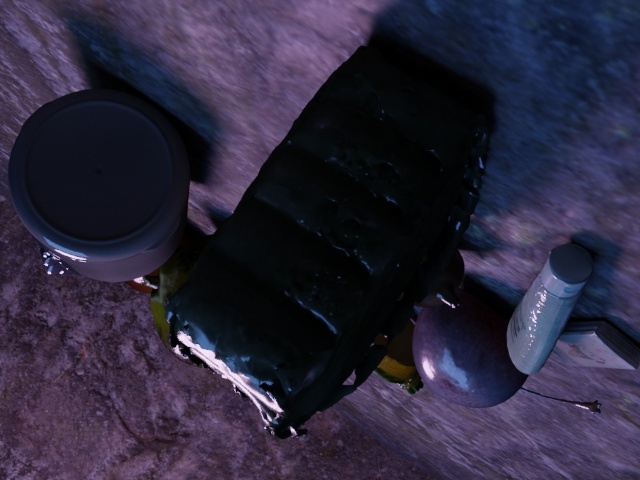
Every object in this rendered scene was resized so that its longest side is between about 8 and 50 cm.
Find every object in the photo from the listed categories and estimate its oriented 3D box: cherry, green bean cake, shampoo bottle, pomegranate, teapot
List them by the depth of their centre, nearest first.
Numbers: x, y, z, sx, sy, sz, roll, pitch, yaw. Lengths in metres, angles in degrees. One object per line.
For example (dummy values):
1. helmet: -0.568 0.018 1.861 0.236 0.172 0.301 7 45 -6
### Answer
1. green bean cake: 0.008 0.017 0.613 0.132 0.255 0.241 34 170 12
2. shampoo bottle: 0.197 0.059 0.718 0.041 0.069 0.191 7 156 6
3. teapot: 0.102 0.027 0.799 0.068 0.076 0.121 31 -165 -24
4. cherry: 0.182 0.117 0.868 0.188 0.115 0.148 7 112 46
5. pomegranate: -0.139 0.087 1.346 0.204 0.276 0.222 69 158 8

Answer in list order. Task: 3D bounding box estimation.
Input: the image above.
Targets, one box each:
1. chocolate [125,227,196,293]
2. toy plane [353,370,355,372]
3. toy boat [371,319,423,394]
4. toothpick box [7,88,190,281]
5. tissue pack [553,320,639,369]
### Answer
1. chocolate: -0.298 0.022 1.525 0.176 0.177 0.177 32 165 9
2. toy plane: 0.020 0.176 1.286 0.255 0.101 0.251 2 161 -15
3. toy boat: 0.076 0.129 1.127 0.229 0.089 0.088 47 150 -13
4. toothpick box: -0.286 -0.045 1.094 0.229 0.229 0.316 35 166 -2
5. tissue pack: 0.254 0.100 0.786 0.056 0.023 0.108 38 165 -7
